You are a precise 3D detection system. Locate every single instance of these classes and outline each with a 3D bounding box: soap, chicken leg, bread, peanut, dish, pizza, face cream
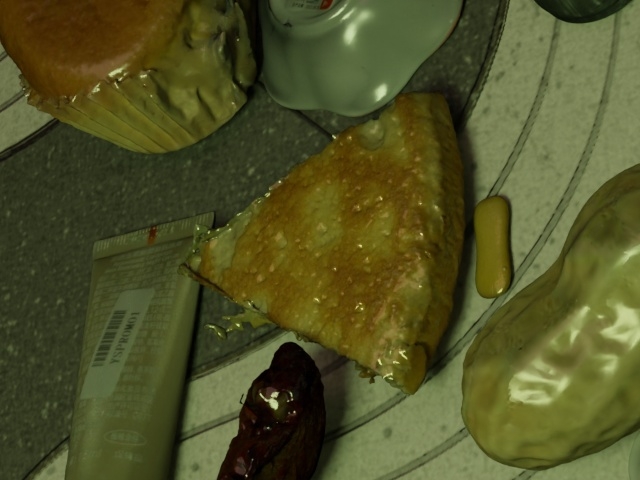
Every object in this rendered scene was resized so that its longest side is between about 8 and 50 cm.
[{"bbox_3d":[0.139,0.005,1.574,0.034,0.012,0.089,-14,63,32],"label":"soap"},{"bbox_3d":[-0.068,0.237,1.535,0.083,0.177,0.323,21,97,5],"label":"chicken leg"},{"bbox_3d":[-0.195,-0.265,1.831,0.236,0.183,0.389,-30,55,20],"label":"bread"},{"bbox_3d":[0.225,0.044,1.404,0.313,0.152,0.152,-45,51,15],"label":"peanut"},{"bbox_3d":[0.014,-0.223,1.723,0.229,0.081,0.229,-15,62,31],"label":"dish"},{"bbox_3d":[0.000,0.000,1.647,0.287,0.075,0.280,-3,65,38],"label":"pizza"},{"bbox_3d":[-0.169,0.133,1.715,0.137,0.084,0.341,-14,55,29],"label":"face cream"}]

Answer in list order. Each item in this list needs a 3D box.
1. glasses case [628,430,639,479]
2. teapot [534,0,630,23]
[{"bbox_3d":[0.293,0.163,1.371,0.164,0.041,0.063,5,72,39],"label":"glasses case"},{"bbox_3d":[0.216,-0.248,1.564,0.149,0.108,0.111,-16,64,32],"label":"teapot"}]
